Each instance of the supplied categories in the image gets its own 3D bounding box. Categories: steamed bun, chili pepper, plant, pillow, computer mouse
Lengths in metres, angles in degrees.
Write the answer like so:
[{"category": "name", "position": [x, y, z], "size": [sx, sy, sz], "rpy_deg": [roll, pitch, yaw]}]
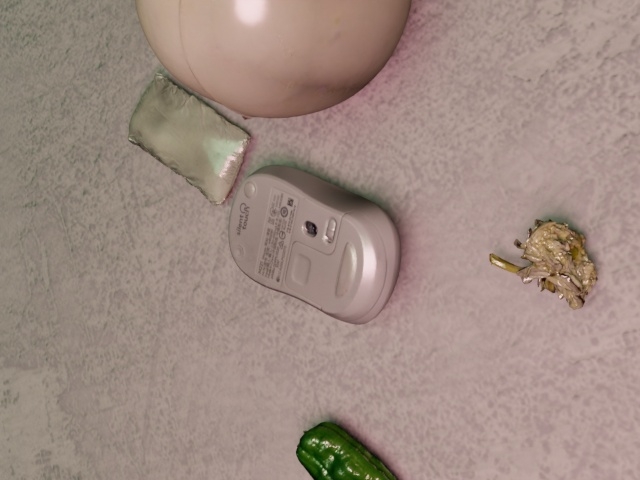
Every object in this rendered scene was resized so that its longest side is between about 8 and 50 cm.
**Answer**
[{"category": "steamed bun", "position": [-0.051, -0.318, 0.975], "size": [0.334, 0.374, 0.333], "rpy_deg": [8, 104, 32]}, {"category": "chili pepper", "position": [0.067, 0.355, 1.066], "size": [0.099, 0.083, 0.253], "rpy_deg": [-45, 75, 21]}, {"category": "plant", "position": [0.271, 0.034, 0.956], "size": [0.122, 0.104, 0.116], "rpy_deg": [-16, 92, 32]}, {"category": "pillow", "position": [-0.215, -0.165, 1.240], "size": [0.229, 0.051, 0.128], "rpy_deg": [37, 108, 21]}, {"category": "computer mouse", "position": [0.000, 0.000, 1.088], "size": [0.297, 0.121, 0.184], "rpy_deg": [21, 110, 42]}]
